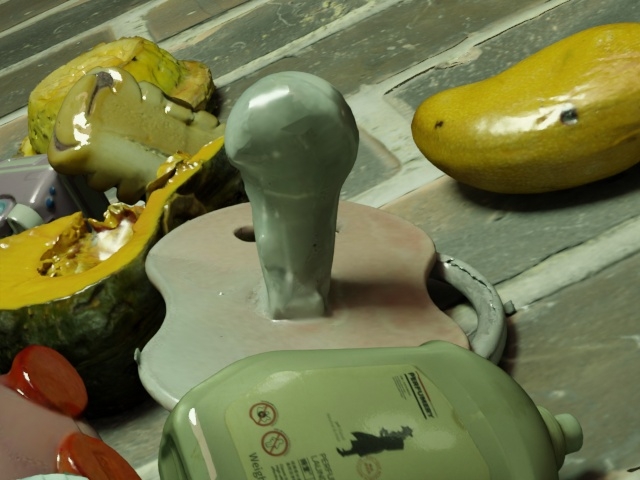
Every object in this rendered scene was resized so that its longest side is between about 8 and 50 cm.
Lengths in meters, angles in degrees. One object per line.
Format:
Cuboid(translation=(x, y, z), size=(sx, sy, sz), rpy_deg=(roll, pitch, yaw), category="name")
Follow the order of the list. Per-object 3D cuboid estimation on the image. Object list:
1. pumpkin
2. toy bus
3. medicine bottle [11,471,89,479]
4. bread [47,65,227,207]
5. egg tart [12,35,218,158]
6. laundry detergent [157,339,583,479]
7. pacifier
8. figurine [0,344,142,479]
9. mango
Cuboid(translation=(-0.185, 0.031, 1.102), size=(0.190, 0.139, 0.280), rpy_deg=(-5, 32, 31), category="pumpkin")
Cuboid(translation=(-0.322, -0.004, 1.267), size=(0.202, 0.142, 0.142), rpy_deg=(-4, 39, 31), category="toy bus")
Cuboid(translation=(-0.125, 0.261, 0.638), size=(0.158, 0.158, 0.318), rpy_deg=(-28, 28, -8), category="medicine bottle")
Cuboid(translation=(-0.157, -0.079, 1.214), size=(0.081, 0.225, 0.134), rpy_deg=(-49, 17, 51), category="bread")
Cuboid(translation=(-0.271, -0.169, 1.541), size=(0.288, 0.118, 0.288), rpy_deg=(-22, 28, 13), category="egg tart")
Cuboid(translation=(0.044, 0.142, 0.712), size=(0.253, 0.091, 0.181), rpy_deg=(-9, 61, -23), category="laundry detergent")
Cuboid(translation=(-0.016, 0.027, 0.906), size=(0.220, 0.273, 0.332), rpy_deg=(-35, 26, 13), category="pacifier")
Cuboid(translation=(-0.221, 0.182, 0.847), size=(0.173, 0.173, 0.173), rpy_deg=(-18, 29, 10), category="figurine")
Cuboid(translation=(0.208, -0.108, 1.075), size=(0.262, 0.109, 0.157), rpy_deg=(-15, 39, 25), category="mango")
